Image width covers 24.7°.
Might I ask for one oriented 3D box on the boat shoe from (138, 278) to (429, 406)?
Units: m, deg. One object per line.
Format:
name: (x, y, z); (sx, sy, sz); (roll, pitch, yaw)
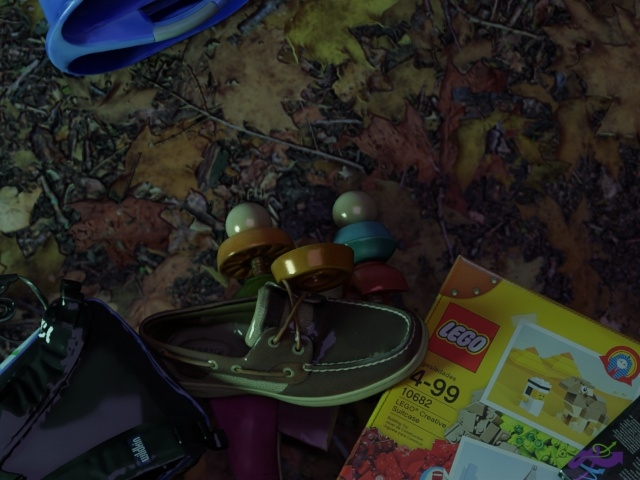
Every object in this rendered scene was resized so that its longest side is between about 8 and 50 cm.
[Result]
boat shoe: (-0.049, 0.112, 1.696); (0.342, 0.123, 0.123); (-2, 55, 20)

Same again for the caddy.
caddy: (-0.211, -0.338, 1.863); (0.341, 0.241, 0.179); (-28, 74, -14)

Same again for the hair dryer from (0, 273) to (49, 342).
hair dryer: (-0.499, 0.099, 1.780); (0.293, 0.080, 0.224); (29, 55, 10)

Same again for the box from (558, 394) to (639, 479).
box: (0.360, 0.245, 1.612); (0.162, 0.029, 0.116); (-39, 71, -14)

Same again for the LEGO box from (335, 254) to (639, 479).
LEGO box: (0.300, 0.306, 1.711); (0.500, 0.193, 0.372); (26, 72, 12)

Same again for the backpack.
backpack: (-0.294, 0.234, 1.697); (0.263, 0.213, 0.276); (-39, 77, -24)

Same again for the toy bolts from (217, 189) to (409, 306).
toy bolts: (0.000, 0.000, 1.820); (0.228, 0.218, 0.159); (-1, 66, -26)

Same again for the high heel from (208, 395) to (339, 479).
high heel: (-0.111, 0.328, 1.742); (0.181, 0.127, 0.377); (18, 62, -1)
